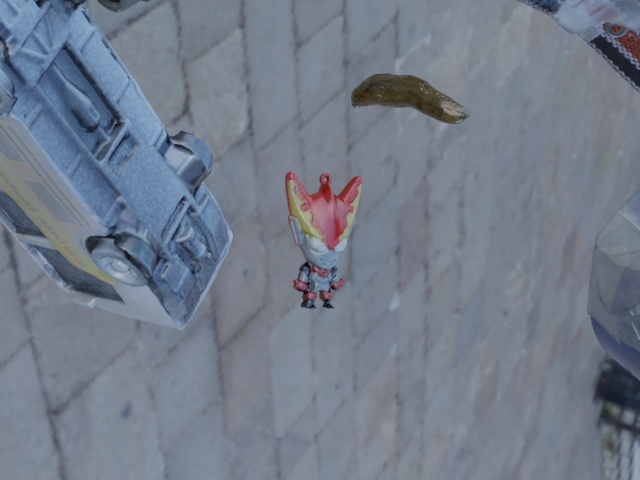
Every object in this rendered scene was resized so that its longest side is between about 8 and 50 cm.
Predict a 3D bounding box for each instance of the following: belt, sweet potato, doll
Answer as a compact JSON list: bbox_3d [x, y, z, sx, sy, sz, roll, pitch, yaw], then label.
[{"bbox_3d":[0.462,0.076,1.476,0.212,0.117,0.347,-35,137,-8],"label":"belt"},{"bbox_3d":[0.126,-0.201,1.577,0.054,0.182,0.053,-41,138,-44],"label":"sweet potato"},{"bbox_3d":[0.276,-0.269,1.200,0.359,0.094,0.126,21,45,-33],"label":"belt"},{"bbox_3d":[0.000,0.000,1.425,0.109,0.057,0.169,1,99,-30],"label":"doll"}]

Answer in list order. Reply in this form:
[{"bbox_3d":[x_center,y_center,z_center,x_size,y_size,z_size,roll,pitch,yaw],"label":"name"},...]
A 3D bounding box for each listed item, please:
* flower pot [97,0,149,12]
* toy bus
[{"bbox_3d":[-0.231,-0.362,1.448,0.108,0.229,0.103,-37,109,-18],"label":"flower pot"},{"bbox_3d":[-0.172,-0.075,0.682,0.097,0.138,0.342,-65,148,-28],"label":"toy bus"}]
